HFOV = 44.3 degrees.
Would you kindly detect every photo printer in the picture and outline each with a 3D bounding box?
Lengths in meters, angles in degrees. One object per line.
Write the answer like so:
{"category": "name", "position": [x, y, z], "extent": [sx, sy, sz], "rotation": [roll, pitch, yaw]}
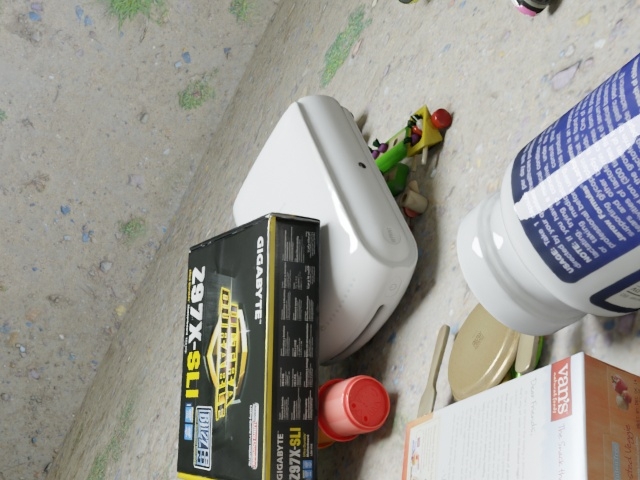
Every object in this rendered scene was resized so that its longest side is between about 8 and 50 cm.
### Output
{"category": "photo printer", "position": [0.000, 0.000, 1.059], "extent": [0.256, 0.107, 0.308], "rotation": [-54, 48, 42]}

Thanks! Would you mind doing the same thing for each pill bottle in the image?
{"category": "pill bottle", "position": [0.227, -0.036, 0.565], "extent": [0.264, 0.153, 0.153], "rotation": [-43, 30, 48]}

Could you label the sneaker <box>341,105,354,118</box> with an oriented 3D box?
{"category": "sneaker", "position": [0.006, -0.125, 1.340], "extent": [0.135, 0.097, 0.276], "rotation": [-47, 25, 48]}

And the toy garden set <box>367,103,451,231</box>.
{"category": "toy garden set", "position": [0.093, -0.067, 1.115], "extent": [0.204, 0.049, 0.244], "rotation": [-33, 37, 58]}

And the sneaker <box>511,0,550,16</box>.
{"category": "sneaker", "position": [0.278, -0.350, 0.938], "extent": [0.170, 0.063, 0.075], "rotation": [-66, 12, -14]}

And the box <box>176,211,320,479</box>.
{"category": "box", "position": [-0.097, 0.147, 1.005], "extent": [0.257, 0.079, 0.322], "rotation": [-19, 67, 58]}

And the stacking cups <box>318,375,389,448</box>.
{"category": "stacking cups", "position": [-0.018, 0.226, 1.019], "extent": [0.316, 0.096, 0.096], "rotation": [-33, 37, 52]}

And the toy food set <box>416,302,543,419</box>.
{"category": "toy food set", "position": [0.166, 0.108, 0.752], "extent": [0.192, 0.038, 0.132], "rotation": [-47, 19, 56]}

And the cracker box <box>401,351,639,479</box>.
{"category": "cracker box", "position": [0.150, 0.201, 0.622], "extent": [0.232, 0.067, 0.156], "rotation": [-41, 31, 52]}

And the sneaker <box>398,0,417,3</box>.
{"category": "sneaker", "position": [0.168, -0.482, 1.385], "extent": [0.094, 0.081, 0.209], "rotation": [-47, 19, 59]}
